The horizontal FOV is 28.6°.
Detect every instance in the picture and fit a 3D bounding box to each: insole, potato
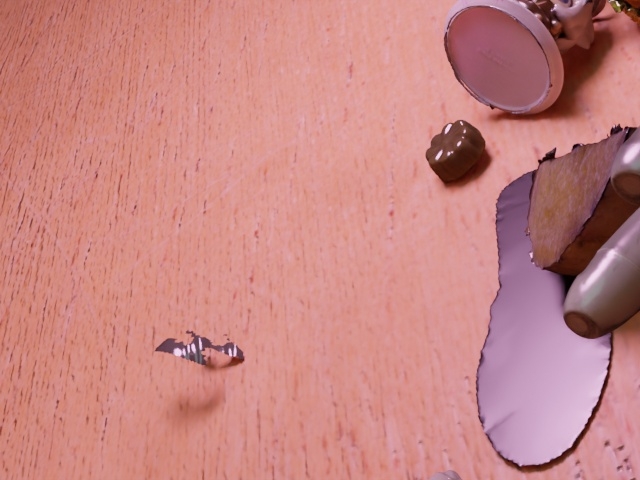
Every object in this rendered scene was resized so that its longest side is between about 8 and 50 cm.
[{"bbox_3d":[0.172,0.046,0.983,0.109,0.007,0.322,-19,36,23],"label":"insole"},{"bbox_3d":[0.221,-0.021,0.930,0.172,0.089,0.101,150,133,-74],"label":"potato"}]

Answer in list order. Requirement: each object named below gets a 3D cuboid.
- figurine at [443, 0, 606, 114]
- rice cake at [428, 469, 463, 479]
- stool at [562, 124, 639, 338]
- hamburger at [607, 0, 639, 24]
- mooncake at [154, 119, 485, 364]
[{"bbox_3d":[0.206,-0.206,1.182,0.132,0.132,0.153,5,40,47],"label":"figurine"},{"bbox_3d":[0.145,0.212,0.760,0.057,0.052,0.256,-50,34,-13],"label":"rice cake"},{"bbox_3d":[0.279,-0.015,0.766,0.195,0.195,0.199,29,60,17],"label":"stool"},{"bbox_3d":[0.332,-0.256,1.130,0.166,0.087,0.137,-35,32,3],"label":"hamburger"},{"bbox_3d":[0.007,0.011,1.156,0.347,0.057,0.150,-43,19,-20],"label":"mooncake"}]
